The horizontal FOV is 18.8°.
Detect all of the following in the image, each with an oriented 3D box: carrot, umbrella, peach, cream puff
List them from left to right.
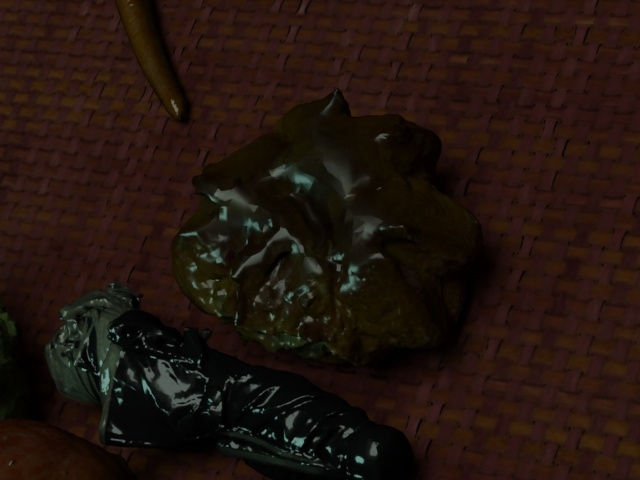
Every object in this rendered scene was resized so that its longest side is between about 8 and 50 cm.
[{"bbox_3d":[-0.247,0.246,1.588,0.232,0.232,0.232,-14,57,23],"label":"peach"},{"bbox_3d":[-0.163,-0.182,1.885,0.037,0.037,0.190,-30,56,12],"label":"carrot"},{"bbox_3d":[-0.085,0.132,1.600,0.357,0.106,0.113,19,113,34],"label":"umbrella"},{"bbox_3d":[0.000,0.000,1.610,0.269,0.155,0.241,-17,61,14],"label":"cream puff"}]

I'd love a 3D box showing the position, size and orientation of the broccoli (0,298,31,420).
[{"bbox_3d":[-0.364,0.080,1.679,0.186,0.302,0.254,-4,56,26],"label":"broccoli"}]
